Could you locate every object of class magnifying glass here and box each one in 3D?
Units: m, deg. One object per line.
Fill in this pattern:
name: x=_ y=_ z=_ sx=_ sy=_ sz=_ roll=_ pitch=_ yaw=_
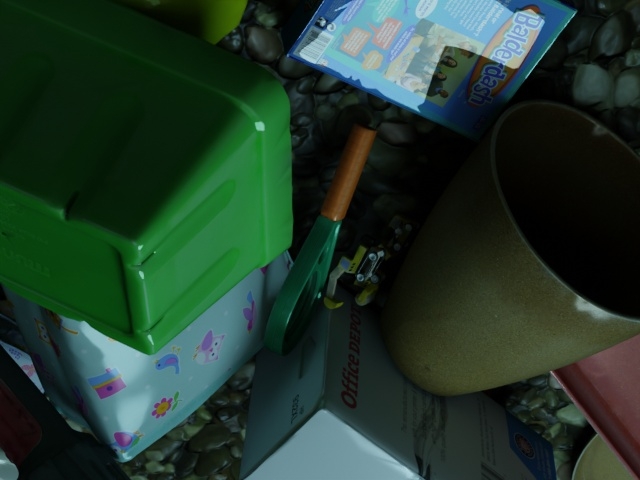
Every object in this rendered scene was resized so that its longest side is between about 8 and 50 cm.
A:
magnifying glass: x=0.000 y=0.000 z=1.731 sx=0.026 sy=0.092 sz=0.231 roll=25 pitch=101 yaw=13

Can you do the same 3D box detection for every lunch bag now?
lunch bag: x=-0.301 y=0.123 z=1.814 sx=0.083 sy=0.053 sz=0.071 roll=32 pitch=114 yaw=-19
lunch bag: x=-0.145 y=0.030 z=1.698 sx=0.262 sy=0.160 sz=0.223 roll=-36 pitch=133 yaw=-24

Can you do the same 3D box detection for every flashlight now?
flashlight: x=-0.303 y=0.152 z=1.679 sx=0.103 sy=0.304 sz=0.103 roll=-49 pitch=154 yaw=12

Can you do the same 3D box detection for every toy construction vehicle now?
toy construction vehicle: x=0.047 y=0.019 z=1.780 sx=0.035 sy=0.086 sz=0.098 roll=37 pitch=115 yaw=16

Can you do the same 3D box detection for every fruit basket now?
fruit basket: x=-0.173 y=-0.147 z=1.502 sx=0.392 sy=0.392 sz=0.283 roll=-6 pitch=146 yaw=-5

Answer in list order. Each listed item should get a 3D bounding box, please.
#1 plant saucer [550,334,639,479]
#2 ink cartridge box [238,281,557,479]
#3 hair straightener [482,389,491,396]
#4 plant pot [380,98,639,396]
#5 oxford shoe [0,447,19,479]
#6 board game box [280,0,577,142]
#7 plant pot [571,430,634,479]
plant saucer: x=0.388 y=0.119 z=1.904 sx=0.258 sy=0.047 sz=0.259 roll=-34 pitch=119 yaw=11
ink cartridge box: x=0.082 y=0.215 z=1.805 sx=0.307 sy=0.223 sz=0.129 roll=37 pitch=115 yaw=-17
hair straightener: x=0.140 y=0.148 z=1.911 sx=0.089 sy=0.047 sz=0.230 roll=11 pitch=125 yaw=-18
plant pot: x=0.175 y=0.034 z=1.740 sx=0.237 sy=0.237 sz=0.254 roll=24 pitch=136 yaw=-26
oxford shoe: x=-0.302 y=0.384 z=1.971 sx=0.169 sy=0.130 sz=0.449 roll=-16 pitch=127 yaw=5
board game box: x=0.095 y=-0.194 z=1.637 sx=0.210 sy=0.047 sz=0.160 roll=23 pitch=120 yaw=-24
plant pot: x=0.388 y=0.243 z=2.039 sx=0.236 sy=0.032 sz=0.236 roll=-5 pitch=127 yaw=-6
